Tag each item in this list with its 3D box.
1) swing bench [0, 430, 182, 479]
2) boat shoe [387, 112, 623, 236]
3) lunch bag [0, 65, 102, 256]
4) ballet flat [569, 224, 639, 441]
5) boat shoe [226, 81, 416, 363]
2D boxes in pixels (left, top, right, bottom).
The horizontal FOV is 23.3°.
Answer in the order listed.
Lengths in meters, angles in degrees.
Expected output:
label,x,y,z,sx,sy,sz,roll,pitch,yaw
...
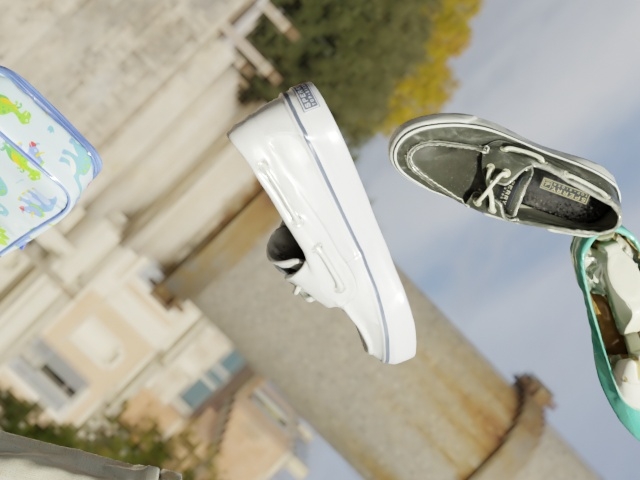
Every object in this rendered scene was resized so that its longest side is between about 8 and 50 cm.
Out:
label,x,y,z,sx,sy,sz,roll,pitch,yaw
swing bench,-0.272,0.301,1.324,0.165,0.253,0.254,-102,-153,-78
boat shoe,0.168,-0.057,1.396,0.070,0.219,0.077,-83,-173,-65
lunch bag,-0.345,-0.076,1.626,0.219,0.176,0.090,-28,-155,46
ballet flat,0.307,0.094,1.537,0.083,0.247,0.087,-19,175,2
boat shoe,0.000,0.000,1.171,0.084,0.258,0.095,-25,-149,-4
